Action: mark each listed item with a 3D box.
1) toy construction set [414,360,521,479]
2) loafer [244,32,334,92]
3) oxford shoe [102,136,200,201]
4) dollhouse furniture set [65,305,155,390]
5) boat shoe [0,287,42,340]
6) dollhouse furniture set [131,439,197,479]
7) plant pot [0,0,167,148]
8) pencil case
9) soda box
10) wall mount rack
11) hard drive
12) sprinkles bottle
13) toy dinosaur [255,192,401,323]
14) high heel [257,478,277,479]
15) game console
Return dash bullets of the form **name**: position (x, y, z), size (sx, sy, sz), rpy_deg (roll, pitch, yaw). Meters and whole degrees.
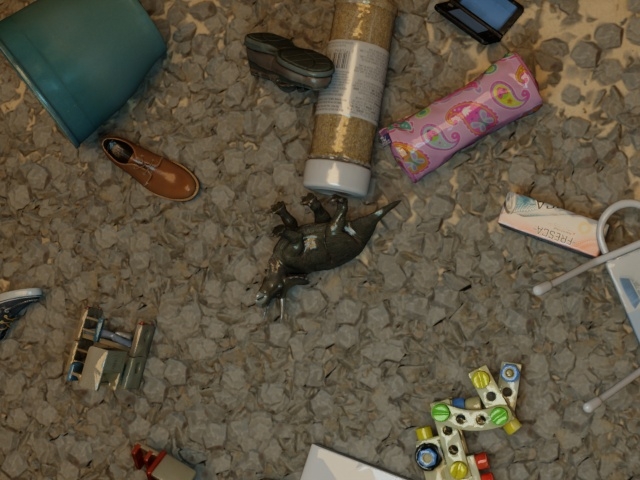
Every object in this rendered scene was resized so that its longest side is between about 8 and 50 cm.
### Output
- **toy construction set**: position (0.274, 0.379, 1.804), size (0.215, 0.151, 0.327), rpy_deg (-17, 69, 11)
- **loafer**: position (-0.055, -0.307, 1.940), size (0.267, 0.096, 0.084), rpy_deg (40, 132, 52)
- **oxford shoe**: position (-0.328, -0.135, 2.044), size (0.212, 0.076, 0.076), rpy_deg (26, 88, 14)
- **dollhouse furniture set**: position (-0.407, 0.195, 1.967), size (0.129, 0.184, 0.129), rpy_deg (14, 87, 15)
- **boat shoe**: position (-0.615, 0.149, 2.090), size (0.183, 0.065, 0.083), rpy_deg (-17, 82, 17)
- **dollhouse furniture set**: position (-0.336, 0.499, 1.895), size (0.135, 0.262, 0.259), rpy_deg (23, 56, 17)
- **plant pot**: position (-0.438, -0.355, 2.013), size (0.255, 0.271, 0.271), rpy_deg (-37, 76, -8)
- **pencil case**: position (0.247, -0.217, 1.888), size (0.284, 0.124, 0.124), rpy_deg (-30, 77, 10)
- **soda box**: position (0.402, -0.026, 1.857), size (0.183, 0.058, 0.063), rpy_deg (20, 89, 15)
- **wall mount rack**: position (0.515, 0.115, 1.743), size (0.304, 0.130, 0.350), rpy_deg (-23, 88, 1)
- **hard drive**: position (0.034, 0.544, 1.890), size (0.210, 0.040, 0.318), rpy_deg (18, 88, 15)
- **sprinkles bottle**: position (0.055, -0.259, 1.938), size (0.121, 0.121, 0.355), rpy_deg (9, 86, 15)
- **toy dinosaur**: position (0.000, 0.000, 1.930), size (0.313, 0.160, 0.121), rpy_deg (-28, 35, -2)
- **high heel**: position (-0.112, 0.559, 1.894), size (0.186, 0.093, 0.261), rpy_deg (-20, 70, 17)
- **game console**: position (0.284, -0.416, 1.928), size (0.122, 0.107, 0.071), rpy_deg (40, 122, 15)
